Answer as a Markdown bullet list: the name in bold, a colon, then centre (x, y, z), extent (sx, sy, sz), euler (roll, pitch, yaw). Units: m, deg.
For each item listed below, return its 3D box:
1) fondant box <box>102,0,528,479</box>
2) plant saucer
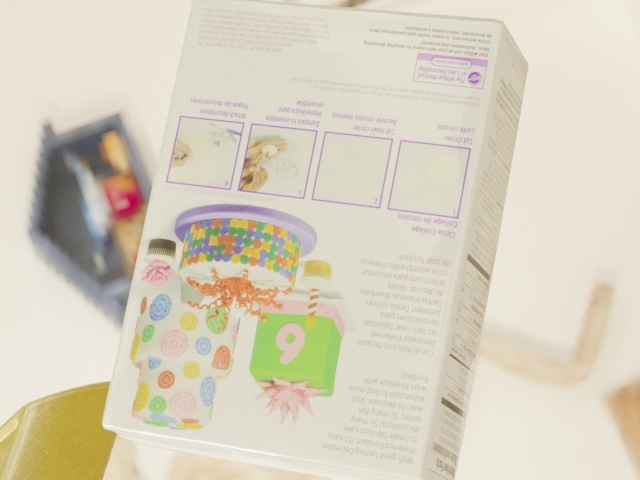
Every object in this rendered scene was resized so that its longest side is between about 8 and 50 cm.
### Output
- **fondant box**: centre (0.000, 0.000, 1.423), extent (0.096, 0.238, 0.330), euler (42, -123, -68)
- **plant saucer**: centre (-0.328, 0.307, 1.857), extent (0.081, 0.333, 0.333), euler (32, -136, -18)
